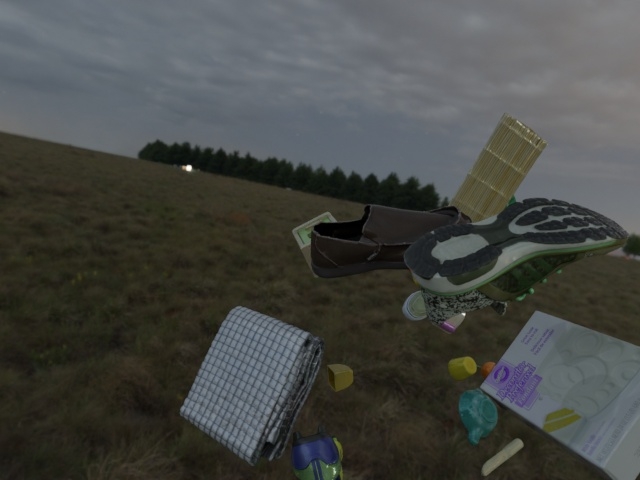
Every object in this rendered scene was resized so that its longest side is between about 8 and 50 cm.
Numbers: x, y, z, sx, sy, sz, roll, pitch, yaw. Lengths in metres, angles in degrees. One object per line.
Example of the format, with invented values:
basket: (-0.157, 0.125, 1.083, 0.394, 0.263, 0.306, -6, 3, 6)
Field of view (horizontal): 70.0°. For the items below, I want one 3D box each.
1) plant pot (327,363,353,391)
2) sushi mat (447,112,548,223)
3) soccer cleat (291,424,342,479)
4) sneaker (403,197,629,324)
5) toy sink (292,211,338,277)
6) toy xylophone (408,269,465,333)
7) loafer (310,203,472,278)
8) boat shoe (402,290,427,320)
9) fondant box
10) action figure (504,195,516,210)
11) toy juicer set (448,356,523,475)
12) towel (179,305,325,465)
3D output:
plant pot: (0.081, 0.527, 1.776, 0.083, 0.081, 0.081, -8, 8, -19)
sushi mat: (0.405, -0.129, 1.088, 0.151, 0.316, 0.019, 23, 15, -22)
soccer cleat: (-0.002, 0.425, 0.852, 0.093, 0.121, 0.289, -14, -29, -2)
sneaker: (0.352, 0.046, 0.842, 0.410, 0.182, 0.158, -13, 37, -5)
toy sink: (0.000, 0.000, 1.568, 0.153, 0.131, 0.234, -26, 22, -2)
toy xylophone: (0.337, 0.123, 1.439, 0.236, 0.081, 0.323, 37, 26, -30)
loafer: (0.139, -0.013, 0.988, 0.366, 0.130, 0.134, -14, 29, 12)
boat shoe: (0.457, 0.235, 1.895, 0.302, 0.109, 0.094, -24, -16, -38)
fondant box: (0.531, 0.307, 0.957, 0.096, 0.238, 0.330, 42, -7, -18)
action figure: (0.553, -0.159, 1.424, 0.137, 0.232, 0.063, -29, 18, -30)
toy juicer set: (0.499, 0.517, 1.368, 0.209, 0.329, 0.089, 11, -33, -27)
towel: (-0.141, 0.311, 1.009, 0.235, 0.284, 0.121, 15, -15, 32)
